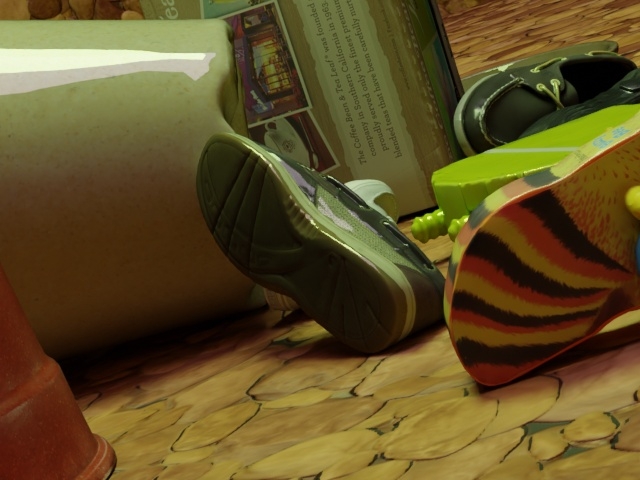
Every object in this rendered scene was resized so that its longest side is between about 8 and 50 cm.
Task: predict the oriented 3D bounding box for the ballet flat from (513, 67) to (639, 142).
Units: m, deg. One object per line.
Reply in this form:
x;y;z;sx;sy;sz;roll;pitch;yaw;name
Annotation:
0.237;-0.096;1.622;0.173;0.049;0.057;-28;34;-16;ballet flat

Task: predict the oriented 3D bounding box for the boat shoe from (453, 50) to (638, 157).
0.206;-0.126;1.686;0.068;0.081;0.227;-17;6;43;boat shoe

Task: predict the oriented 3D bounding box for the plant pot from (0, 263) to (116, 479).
-0.289;0.052;1.084;0.272;0.265;0.272;-18;9;3;plant pot

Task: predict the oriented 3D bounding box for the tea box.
-0.010;-0.187;1.707;0.220;0.329;0.323;-17;11;12;tea box

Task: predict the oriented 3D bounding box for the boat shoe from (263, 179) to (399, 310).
0.024;0.002;1.388;0.063;0.066;0.184;3;17;28;boat shoe

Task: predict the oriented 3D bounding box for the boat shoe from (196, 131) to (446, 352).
0.001;-0.001;1.227;0.073;0.080;0.223;-3;31;-40;boat shoe

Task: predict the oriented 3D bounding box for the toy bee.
0.192;-0.043;1.008;0.298;0.162;0.195;-22;8;-18;toy bee

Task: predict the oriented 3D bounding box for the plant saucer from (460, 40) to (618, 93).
0.190;-0.154;2.008;0.277;0.041;0.278;-19;9;3;plant saucer

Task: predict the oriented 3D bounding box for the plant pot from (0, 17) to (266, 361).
-0.202;-0.041;1.408;0.305;0.334;0.334;-8;10;0;plant pot

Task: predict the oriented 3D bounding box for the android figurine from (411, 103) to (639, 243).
0.196;-0.054;1.375;0.272;0.056;0.248;-22;10;-22;android figurine
